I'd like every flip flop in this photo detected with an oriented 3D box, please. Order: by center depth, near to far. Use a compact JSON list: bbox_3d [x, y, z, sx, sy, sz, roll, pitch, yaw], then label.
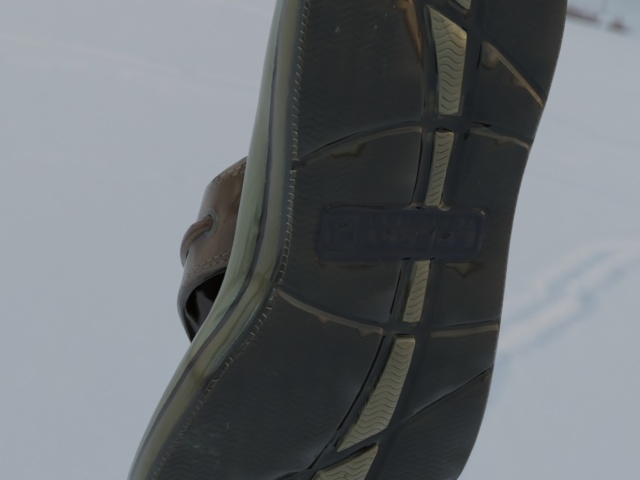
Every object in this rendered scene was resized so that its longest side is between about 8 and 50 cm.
[{"bbox_3d":[0.000,0.000,0.540,0.112,0.277,0.080,4,22,-25],"label":"flip flop"}]
